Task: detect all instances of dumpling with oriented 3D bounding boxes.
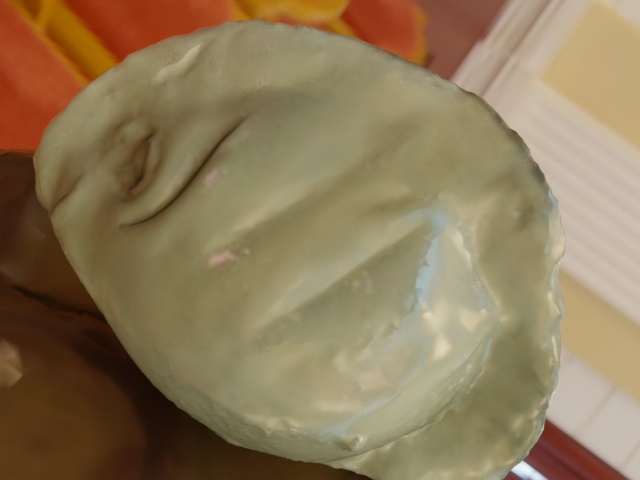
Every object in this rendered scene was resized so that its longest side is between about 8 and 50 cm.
[{"bbox_3d":[-0.004,0.006,0.633,0.153,0.219,0.108,-51,178,-11],"label":"dumpling"}]

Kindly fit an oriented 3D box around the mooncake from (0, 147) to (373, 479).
[{"bbox_3d":[-0.135,0.166,0.725,0.393,0.394,0.246,-20,149,-7],"label":"mooncake"}]
